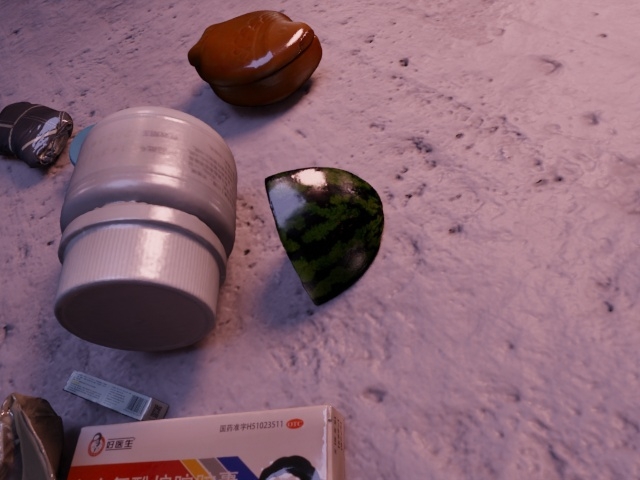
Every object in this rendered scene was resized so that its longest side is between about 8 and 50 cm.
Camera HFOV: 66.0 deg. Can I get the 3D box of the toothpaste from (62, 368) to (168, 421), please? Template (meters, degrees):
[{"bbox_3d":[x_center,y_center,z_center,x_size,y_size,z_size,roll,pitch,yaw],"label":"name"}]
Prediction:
[{"bbox_3d":[-0.294,0.224,0.703,0.164,0.046,0.034,7,62,28],"label":"toothpaste"}]

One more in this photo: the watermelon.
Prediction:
[{"bbox_3d":[0.008,-0.005,0.700,0.193,0.137,0.145,8,47,-22],"label":"watermelon"}]

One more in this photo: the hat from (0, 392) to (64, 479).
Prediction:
[{"bbox_3d":[-0.362,0.328,0.606,0.244,0.149,0.214,29,84,27],"label":"hat"}]

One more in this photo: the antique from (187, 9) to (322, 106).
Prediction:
[{"bbox_3d":[-0.131,-0.369,1.002,0.278,0.129,0.223,7,60,28],"label":"antique"}]

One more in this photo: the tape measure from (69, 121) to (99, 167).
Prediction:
[{"bbox_3d":[-0.459,-0.188,1.045,0.125,0.081,0.146,23,70,15],"label":"tape measure"}]

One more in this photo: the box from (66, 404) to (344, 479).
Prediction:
[{"bbox_3d":[-0.146,0.317,0.565,0.353,0.069,0.214,-10,53,15],"label":"box"}]

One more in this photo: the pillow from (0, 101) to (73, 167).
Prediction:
[{"bbox_3d":[-0.716,-0.263,1.206,0.335,0.092,0.161,20,70,34],"label":"pillow"}]

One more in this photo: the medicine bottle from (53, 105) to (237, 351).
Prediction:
[{"bbox_3d":[-0.248,-0.017,0.727,0.245,0.245,0.306,-15,52,13],"label":"medicine bottle"}]
